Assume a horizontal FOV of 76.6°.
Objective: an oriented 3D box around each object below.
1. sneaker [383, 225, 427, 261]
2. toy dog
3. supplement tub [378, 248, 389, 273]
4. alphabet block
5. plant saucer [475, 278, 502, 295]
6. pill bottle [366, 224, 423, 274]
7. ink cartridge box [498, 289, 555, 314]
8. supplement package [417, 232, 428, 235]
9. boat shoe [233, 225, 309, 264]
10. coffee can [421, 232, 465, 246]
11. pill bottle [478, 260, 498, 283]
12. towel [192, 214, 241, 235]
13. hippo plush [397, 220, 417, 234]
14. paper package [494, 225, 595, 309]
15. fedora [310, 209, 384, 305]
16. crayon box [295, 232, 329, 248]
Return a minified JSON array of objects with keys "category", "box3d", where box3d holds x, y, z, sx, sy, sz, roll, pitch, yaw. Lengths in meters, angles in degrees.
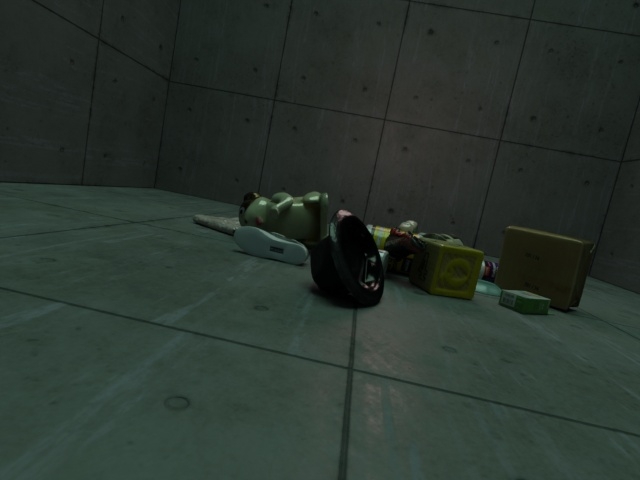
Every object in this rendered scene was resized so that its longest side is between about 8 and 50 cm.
[{"category":"sneaker","box3d":[0.327,0.028,1.613,0.098,0.135,0.276,34,0,-14]},{"category":"toy dog","box3d":[-0.176,-0.121,1.898,0.409,0.284,0.395,0,28,-4]},{"category":"supplement tub","box3d":[0.167,0.076,1.616,0.191,0.116,0.117,14,8,20]},{"category":"alphabet block","box3d":[0.485,0.105,1.586,0.193,0.193,0.197,8,8,-14]},{"category":"plant saucer","box3d":[0.719,0.201,1.803,0.195,0.037,0.195,10,8,-1]},{"category":"pill bottle","box3d":[0.352,0.049,1.823,0.335,0.187,0.188,12,7,9]},{"category":"ink cartridge box","box3d":[0.798,0.235,1.552,0.210,0.062,0.109,7,7,-29]},{"category":"supplement package","box3d":[0.630,0.050,2.283,0.245,0.133,0.139,9,-18,-22]},{"category":"boat shoe","box3d":[-0.189,0.015,1.598,0.302,0.108,0.102,14,8,6]},{"category":"coffee can","box3d":[0.589,0.064,2.010,0.202,0.201,0.276,16,9,31]},{"category":"pill bottle","box3d":[0.833,0.157,2.030,0.194,0.107,0.108,11,7,1]},{"category":"towel","box3d":[-0.451,-0.082,2.148,0.332,0.053,0.317,15,10,37]},{"category":"hippo plush","box3d":[0.363,-0.008,2.103,0.237,0.234,0.294,15,9,23]},{"category":"paper package","box3d":[0.972,0.113,1.785,0.168,0.308,0.325,1,12,-43]},{"category":"fedora","box3d":[0.068,0.068,1.250,0.153,0.333,0.334,-25,-10,26]},{"category":"crayon box","box3d":[0.000,0.000,2.087,0.279,0.081,0.165,14,8,26]}]
